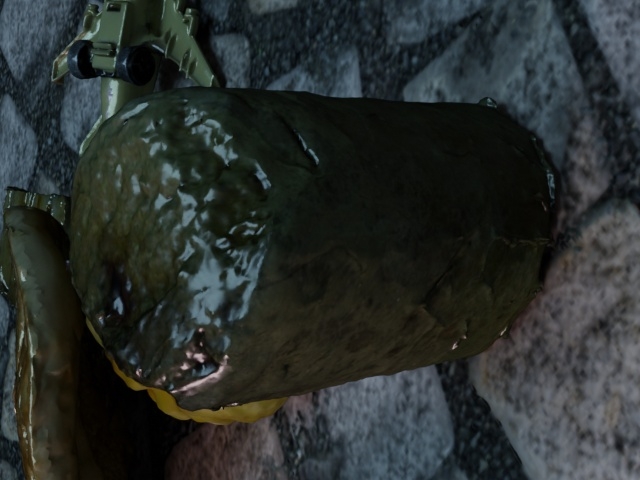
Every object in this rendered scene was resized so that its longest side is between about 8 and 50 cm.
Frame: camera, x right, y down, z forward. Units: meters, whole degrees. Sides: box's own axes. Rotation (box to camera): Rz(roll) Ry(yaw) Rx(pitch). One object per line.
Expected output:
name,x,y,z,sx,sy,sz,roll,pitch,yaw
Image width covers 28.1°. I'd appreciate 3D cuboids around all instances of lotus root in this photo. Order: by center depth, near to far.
lotus root,-0.301,0.011,1.418,0.143,0.070,0.144,20,98,48

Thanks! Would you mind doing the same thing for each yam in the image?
yam,0.000,0.000,0.808,0.195,0.300,0.195,6,98,47

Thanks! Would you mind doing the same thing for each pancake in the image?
pancake,-0.228,0.148,1.172,0.387,0.082,0.387,167,90,-85

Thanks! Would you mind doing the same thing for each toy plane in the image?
toy plane,-0.183,-0.203,1.258,0.242,0.104,0.256,11,102,40

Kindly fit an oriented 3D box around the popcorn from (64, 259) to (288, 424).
popcorn,-0.106,0.036,1.030,0.266,0.192,0.233,151,112,-69
